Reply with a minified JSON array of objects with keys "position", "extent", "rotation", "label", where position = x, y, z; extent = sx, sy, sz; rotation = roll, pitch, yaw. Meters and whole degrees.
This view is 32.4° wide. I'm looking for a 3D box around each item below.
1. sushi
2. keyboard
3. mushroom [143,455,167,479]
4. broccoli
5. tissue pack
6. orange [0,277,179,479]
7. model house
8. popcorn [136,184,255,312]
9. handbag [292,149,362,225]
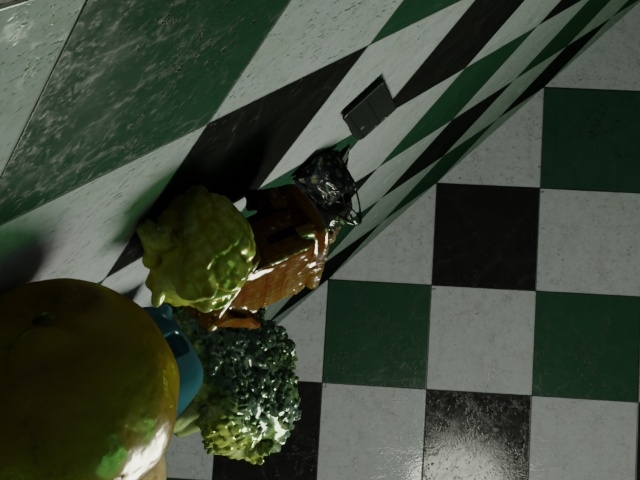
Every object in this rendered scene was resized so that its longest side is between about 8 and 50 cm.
[{"position":[0.000,0.000,2.182],"extent":[0.339,0.069,0.320],"rotation":[-59,175,-10],"label":"sushi"},{"position":[0.099,-0.219,1.965],"extent":[0.103,0.041,0.381],"rotation":[-42,167,4],"label":"keyboard"},{"position":[-0.467,0.471,2.207],"extent":[0.292,0.292,0.290],"rotation":[-36,-172,-37],"label":"mushroom"},{"position":[-0.190,0.266,2.082],"extent":[0.281,0.348,0.293],"rotation":[-34,171,25],"label":"broccoli"},{"position":[-0.308,0.217,1.697],"extent":[0.206,0.198,0.287],"rotation":[-43,171,21],"label":"tissue pack"},{"position":[-0.296,0.170,1.237],"extent":[0.279,0.279,0.235],"rotation":[-38,145,-31],"label":"orange"},{"position":[-0.122,0.025,1.629],"extent":[0.229,0.199,0.219],"rotation":[-26,144,-25],"label":"model house"},{"position":[-0.166,0.020,1.467],"extent":[0.173,0.173,0.142],"rotation":[-44,162,19],"label":"popcorn"},{"position":[0.026,-0.082,1.941],"extent":[0.072,0.139,0.115],"rotation":[-36,176,20],"label":"handbag"}]
